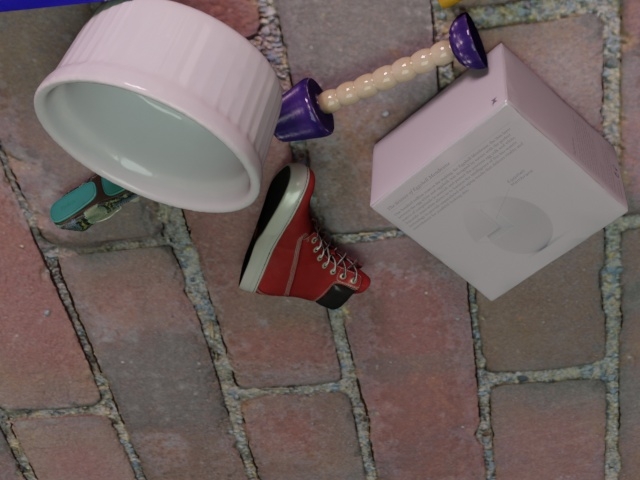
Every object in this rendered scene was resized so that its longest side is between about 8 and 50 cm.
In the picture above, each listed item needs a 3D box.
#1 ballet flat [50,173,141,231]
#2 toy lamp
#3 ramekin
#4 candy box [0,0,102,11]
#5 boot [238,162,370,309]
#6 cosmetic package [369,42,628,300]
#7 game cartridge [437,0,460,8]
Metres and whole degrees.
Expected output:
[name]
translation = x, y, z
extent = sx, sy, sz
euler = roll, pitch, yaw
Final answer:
[ballet flat]
translation = -0.280, -0.066, 1.513
extent = 0.188, 0.070, 0.070
euler = -25, 124, 26
[toy lamp]
translation = 0.064, -0.189, 1.359
extent = 0.274, 0.080, 0.080
euler = -19, 126, 19
[ramekin]
translation = -0.178, -0.158, 1.307
extent = 0.277, 0.135, 0.277
euler = 18, 158, 8
[candy box]
translation = -0.375, -0.372, 1.179
extent = 0.317, 0.122, 0.268
euler = -2, 144, 9
[boot]
translation = 0.000, 0.000, 1.524
extent = 0.176, 0.088, 0.244
euler = 14, 138, -8
[cosmetic package]
translation = 0.218, -0.081, 1.397
extent = 0.224, 0.138, 0.224
euler = 36, 124, -25
[game cartridge]
translation = 0.204, -0.425, 1.160
extent = 0.323, 0.053, 0.285
euler = -23, 125, 24
